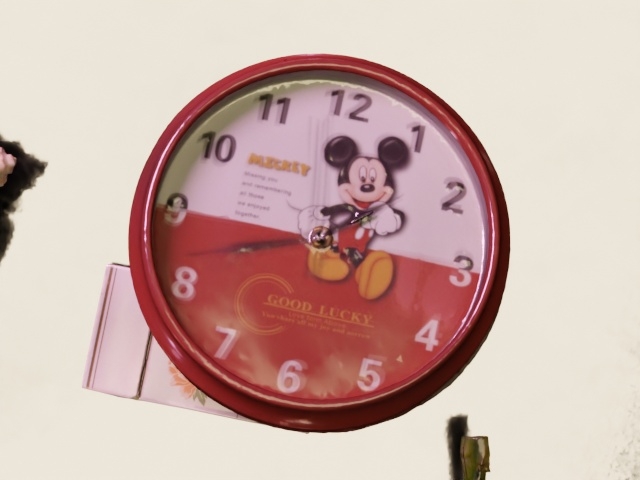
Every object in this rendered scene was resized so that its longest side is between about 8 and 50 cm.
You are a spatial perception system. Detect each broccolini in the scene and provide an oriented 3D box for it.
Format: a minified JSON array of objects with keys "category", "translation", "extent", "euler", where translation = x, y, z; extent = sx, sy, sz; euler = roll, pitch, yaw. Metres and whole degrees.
[{"category":"broccolini","translation":[0.119,0.289,1.324],"extent":[0.058,0.071,0.254],"euler":[-4,81,37]}]

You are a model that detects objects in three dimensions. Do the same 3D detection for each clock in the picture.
[{"category":"clock","translation":[0.000,0.000,1.325],"extent":[0.319,0.080,0.318],"euler":[0,78,-2]}]

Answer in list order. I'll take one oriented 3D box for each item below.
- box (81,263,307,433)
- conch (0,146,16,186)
[{"category":"box","translation":[-0.094,0.092,1.359],"extent":[0.198,0.029,0.109],"euler":[12,91,-3]},{"category":"conch","translation":[-0.337,-0.033,1.299],"extent":[0.207,0.130,0.155],"euler":[-12,79,13]}]
